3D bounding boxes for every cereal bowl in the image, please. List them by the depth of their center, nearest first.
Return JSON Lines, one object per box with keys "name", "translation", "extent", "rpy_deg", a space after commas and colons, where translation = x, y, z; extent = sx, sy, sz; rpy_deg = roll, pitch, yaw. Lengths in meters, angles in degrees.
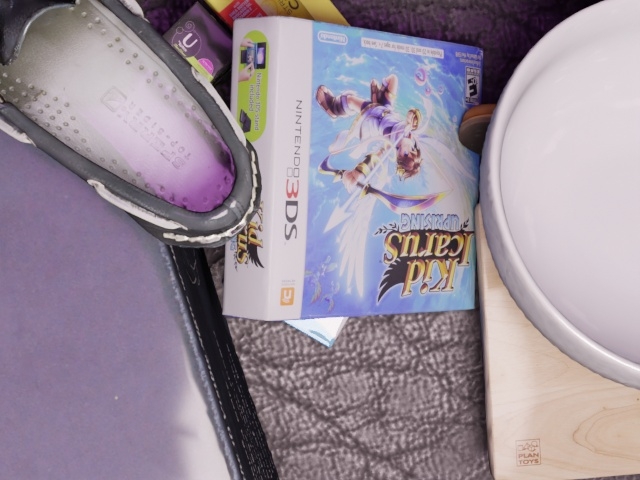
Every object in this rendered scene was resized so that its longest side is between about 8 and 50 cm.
{"name": "cereal bowl", "translation": [0.289, -0.028, 1.150], "extent": [0.338, 0.141, 0.339], "rpy_deg": [2, 71, -6]}

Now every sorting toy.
{"name": "sorting toy", "translation": [0.272, 0.082, 1.280], "extent": [0.257, 0.089, 0.256], "rpy_deg": [-4, 92, -4]}

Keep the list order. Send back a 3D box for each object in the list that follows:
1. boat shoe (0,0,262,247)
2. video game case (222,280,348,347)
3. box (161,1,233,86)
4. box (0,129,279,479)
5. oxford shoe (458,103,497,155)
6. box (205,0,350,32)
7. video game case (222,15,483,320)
{"name": "boat shoe", "translation": [-0.152, -0.113, 0.768], "extent": [0.302, 0.091, 0.114], "rpy_deg": [36, 85, -2]}
{"name": "video game case", "translation": [0.000, 0.000, 1.296], "extent": [0.119, 0.015, 0.166], "rpy_deg": [30, 90, -5]}
{"name": "box", "translation": [-0.107, -0.173, 1.248], "extent": [0.052, 0.083, 0.062], "rpy_deg": [-45, 95, -1]}
{"name": "box", "translation": [-0.225, 0.070, 1.039], "extent": [0.297, 0.472, 0.480], "rpy_deg": [-18, 88, -4]}
{"name": "oxford shoe", "translation": [0.215, -0.116, 1.269], "extent": [0.212, 0.076, 0.076], "rpy_deg": [-3, 68, -26]}
{"name": "box", "translation": [-0.050, -0.214, 1.216], "extent": [0.087, 0.058, 0.232], "rpy_deg": [-41, 121, 1]}
{"name": "video game case", "translation": [0.036, -0.057, 1.195], "extent": [0.269, 0.061, 0.244], "rpy_deg": [0, 94, -45]}
